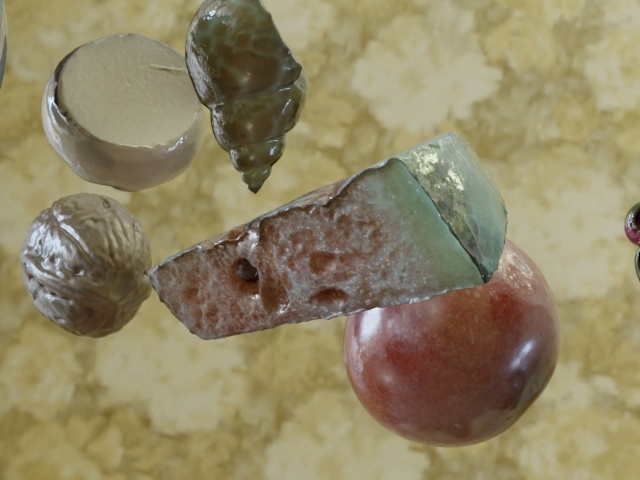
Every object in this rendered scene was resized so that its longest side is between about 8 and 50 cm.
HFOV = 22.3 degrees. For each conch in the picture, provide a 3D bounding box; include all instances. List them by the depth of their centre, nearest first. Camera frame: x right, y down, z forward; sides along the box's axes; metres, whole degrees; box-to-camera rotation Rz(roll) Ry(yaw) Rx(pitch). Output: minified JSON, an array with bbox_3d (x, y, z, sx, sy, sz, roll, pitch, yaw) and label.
[{"bbox_3d":[-0.068,-0.152,1.439,0.116,0.106,0.173,37,-26,39],"label":"conch"}]

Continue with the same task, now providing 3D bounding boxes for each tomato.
[{"bbox_3d":[0.161,0.120,1.912,0.227,0.270,0.270,39,-3,37],"label":"tomato"}]

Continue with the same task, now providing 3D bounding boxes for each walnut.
[{"bbox_3d":[-0.291,0.032,2.047,0.178,0.178,0.230,26,9,-30],"label":"walnut"}]

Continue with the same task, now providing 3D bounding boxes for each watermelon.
[{"bbox_3d":[0.000,0.000,1.077,0.241,0.154,0.094,-22,-77,21],"label":"watermelon"}]

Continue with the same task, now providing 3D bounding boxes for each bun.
[{"bbox_3d":[-0.207,-0.121,1.700,0.173,0.172,0.120,16,-37,-5],"label":"bun"}]

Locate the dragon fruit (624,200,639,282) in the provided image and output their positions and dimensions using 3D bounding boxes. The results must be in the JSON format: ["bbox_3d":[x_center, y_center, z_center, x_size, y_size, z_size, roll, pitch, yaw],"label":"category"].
[{"bbox_3d":[0.424,0.006,1.702,0.218,0.198,0.272,6,-58,-18],"label":"dragon fruit"}]

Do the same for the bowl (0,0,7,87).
[{"bbox_3d":[-0.349,-0.181,1.251,0.157,0.345,0.345,-14,-33,36],"label":"bowl"}]
